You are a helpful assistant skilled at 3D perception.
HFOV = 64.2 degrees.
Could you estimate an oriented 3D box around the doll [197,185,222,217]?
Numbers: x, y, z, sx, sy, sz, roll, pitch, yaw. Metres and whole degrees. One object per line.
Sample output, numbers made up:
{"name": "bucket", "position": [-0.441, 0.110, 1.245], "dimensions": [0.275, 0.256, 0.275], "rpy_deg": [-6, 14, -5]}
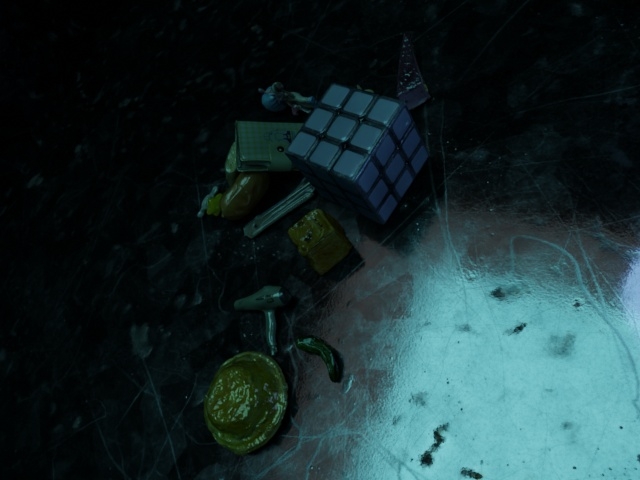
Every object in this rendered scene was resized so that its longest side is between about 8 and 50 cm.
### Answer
{"name": "doll", "position": [-0.444, -0.145, 2.037], "dimensions": [0.135, 0.071, 0.113], "rpy_deg": [-44, 46, 7]}

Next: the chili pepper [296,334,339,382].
{"name": "chili pepper", "position": [0.001, 0.347, 1.558], "dimensions": [0.073, 0.050, 0.182], "rpy_deg": [-46, 56, -9]}

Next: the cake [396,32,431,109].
{"name": "cake", "position": [0.333, -0.609, 1.833], "dimensions": [0.113, 0.116, 0.295], "rpy_deg": [-6, 66, 21]}

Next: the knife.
{"name": "knife", "position": [-0.136, -0.127, 1.879], "dimensions": [0.365, 0.043, 0.089], "rpy_deg": [-37, 54, 9]}

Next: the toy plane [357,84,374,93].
{"name": "toy plane", "position": [0.088, -0.503, 1.923], "dimensions": [0.244, 0.092, 0.229], "rpy_deg": [-32, 41, 14]}

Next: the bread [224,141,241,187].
{"name": "bread", "position": [-0.328, -0.288, 1.976], "dimensions": [0.060, 0.178, 0.139], "rpy_deg": [18, 71, 1]}

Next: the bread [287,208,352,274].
{"name": "bread", "position": [0.000, 0.000, 1.679], "dimensions": [0.158, 0.143, 0.149], "rpy_deg": [-33, 49, 9]}

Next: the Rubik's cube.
{"name": "Rubik's cube", "position": [0.126, -0.282, 1.656], "dimensions": [0.301, 0.305, 0.303], "rpy_deg": [28, 82, 36]}

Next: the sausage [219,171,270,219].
{"name": "sausage", "position": [-0.290, -0.177, 1.931], "dimensions": [0.120, 0.136, 0.241], "rpy_deg": [38, 90, 29]}

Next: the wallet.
{"name": "wallet", "position": [-0.160, -0.354, 1.896], "dimensions": [0.310, 0.077, 0.223], "rpy_deg": [-1, 59, -13]}

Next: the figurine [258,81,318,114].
{"name": "figurine", "position": [-0.139, -0.561, 2.032], "dimensions": [0.260, 0.205, 0.102], "rpy_deg": [18, 99, 30]}

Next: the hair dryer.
{"name": "hair dryer", "position": [-0.207, 0.254, 1.715], "dimensions": [0.219, 0.088, 0.224], "rpy_deg": [8, 85, 38]}

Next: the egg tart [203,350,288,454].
{"name": "egg tart", "position": [-0.248, 0.487, 1.570], "dimensions": [0.319, 0.128, 0.318], "rpy_deg": [-12, 59, 20]}
